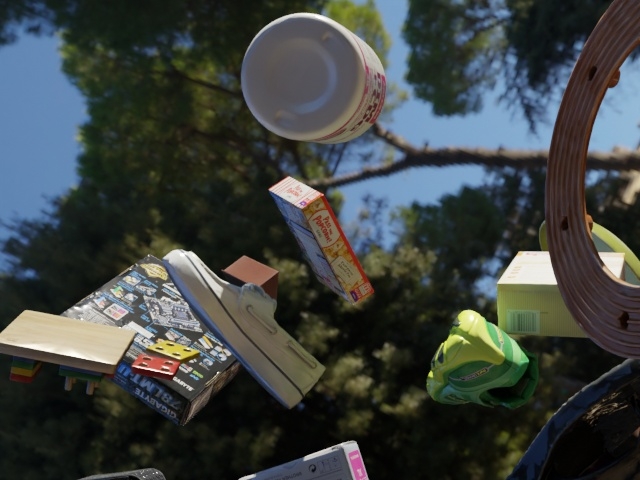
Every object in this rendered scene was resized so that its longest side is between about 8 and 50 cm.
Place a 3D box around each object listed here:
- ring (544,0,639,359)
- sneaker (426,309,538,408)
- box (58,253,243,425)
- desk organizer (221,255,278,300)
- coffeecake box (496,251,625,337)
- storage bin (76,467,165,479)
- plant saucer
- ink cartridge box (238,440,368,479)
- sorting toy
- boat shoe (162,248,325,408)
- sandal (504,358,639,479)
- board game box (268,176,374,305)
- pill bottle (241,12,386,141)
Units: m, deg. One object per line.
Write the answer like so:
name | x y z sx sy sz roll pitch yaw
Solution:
ring | 0.280 -0.070 0.901 0.032 0.336 0.337 8 -70 -19
sneaker | 0.205 0.172 1.398 0.109 0.123 0.295 -57 -13 -6
box | -0.287 0.173 2.053 0.293 0.295 0.073 -41 -23 -56
desk organizer | -0.114 0.070 1.939 0.050 0.130 0.047 -37 -61 -19
coffeecake box | 0.309 0.065 1.408 0.185 0.142 0.068 -33 -59 -68
storage bin | -0.260 0.391 1.426 0.084 0.122 0.180 30 -129 -78
plant saucer | 0.441 0.051 1.739 0.037 0.241 0.241 -38 -34 -15
ink cartridge box | 0.012 0.466 1.604 0.065 0.185 0.311 8 -117 -64
sorting toy | -0.277 0.129 1.247 0.132 0.274 0.046 -90 11 -79
boat shoe | -0.095 0.097 1.412 0.084 0.095 0.258 -44 -70 -14
sandal | 0.296 0.284 1.276 0.167 0.107 0.446 -6 -42 -40
board game box | 0.000 0.000 1.802 0.045 0.147 0.193 -34 -64 -12
pill bottle | 0.003 -0.212 1.518 0.283 0.160 0.160 -18 -50 -78
